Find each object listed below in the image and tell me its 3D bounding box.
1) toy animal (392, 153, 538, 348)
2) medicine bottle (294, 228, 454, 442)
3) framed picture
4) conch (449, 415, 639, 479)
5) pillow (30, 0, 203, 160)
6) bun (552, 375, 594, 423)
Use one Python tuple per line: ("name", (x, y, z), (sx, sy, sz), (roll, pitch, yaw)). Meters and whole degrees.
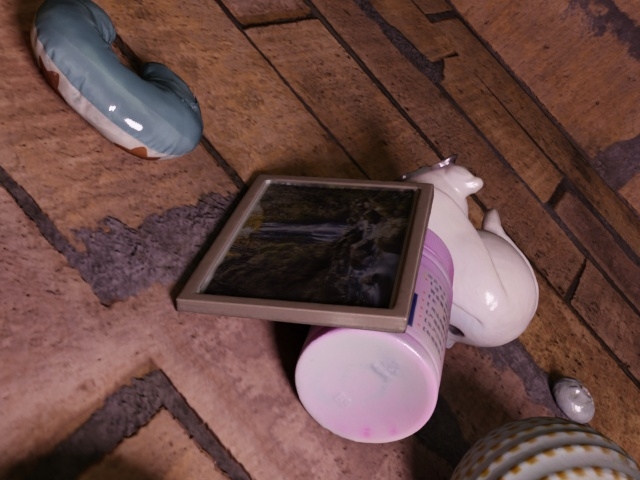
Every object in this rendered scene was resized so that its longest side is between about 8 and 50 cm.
("toy animal", (0.198, 0.013, 1.203), (0.289, 0.174, 0.249), (49, 30, 5))
("medicine bottle", (0.072, 0.093, 0.957), (0.152, 0.152, 0.254), (42, 29, -11))
("framed picture", (0.000, 0.000, 0.952), (0.241, 0.020, 0.324), (5, 29, 12))
("conch", (0.276, 0.316, 0.910), (0.303, 0.215, 0.319), (53, 28, -13))
("pillow", (-0.230, -0.191, 0.971), (0.233, 0.086, 0.214), (38, 25, -21))
("bun", (0.406, 0.251, 1.325), (0.083, 0.045, 0.083), (39, 28, -25))
